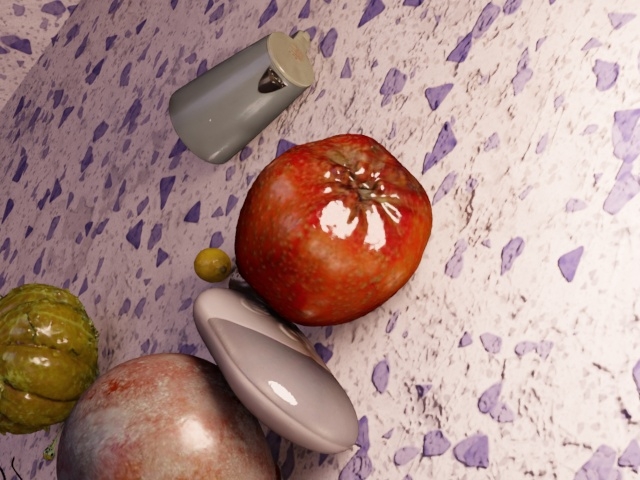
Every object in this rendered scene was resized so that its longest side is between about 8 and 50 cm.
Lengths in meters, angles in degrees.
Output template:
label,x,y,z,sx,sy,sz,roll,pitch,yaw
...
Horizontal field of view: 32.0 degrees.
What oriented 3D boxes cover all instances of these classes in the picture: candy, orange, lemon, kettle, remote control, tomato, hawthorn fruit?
label,x,y,z,sx,sy,sz,roll,pitch,yaw
candy,-0.517,0.391,2.179,0.023,0.025,0.083,22,73,16
orange,-0.550,0.234,2.156,0.301,0.223,0.300,-15,59,57
lemon,-0.184,0.043,1.913,0.083,0.062,0.062,20,84,57
kettle,-0.125,-0.275,2.014,0.243,0.160,0.210,-32,14,30
remote control,-0.062,0.169,1.493,0.103,0.221,0.332,-51,34,8
tomato,-0.207,0.309,1.525,0.317,0.283,0.316,26,122,49
hawthorn fruit,0.000,0.000,1.529,0.300,0.254,0.254,135,147,-53

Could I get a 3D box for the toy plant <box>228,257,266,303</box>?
label,x,y,z,sx,sy,sz,roll,pitch,yaw
toy plant,-0.065,0.007,1.735,0.143,0.105,0.200,5,60,48

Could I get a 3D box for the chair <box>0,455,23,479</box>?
label,x,y,z,sx,sy,sz,roll,pitch,yaw
chair,-0.662,0.543,2.215,0.174,0.149,0.213,4,113,53
